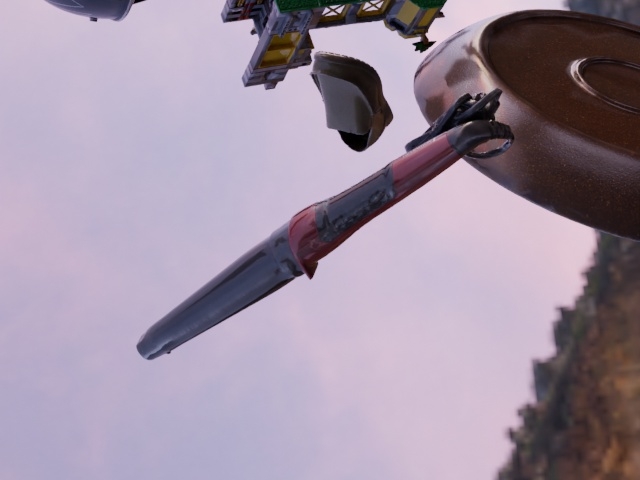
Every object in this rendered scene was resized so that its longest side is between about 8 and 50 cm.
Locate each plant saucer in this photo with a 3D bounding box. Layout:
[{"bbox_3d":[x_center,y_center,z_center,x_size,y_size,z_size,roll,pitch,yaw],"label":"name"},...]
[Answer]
[{"bbox_3d":[0.224,-0.097,1.203,0.310,0.310,0.050,-34,-34,-51],"label":"plant saucer"}]

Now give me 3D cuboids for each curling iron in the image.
[{"bbox_3d":[0.000,0.000,0.914,0.035,0.274,0.068,60,-157,12],"label":"curling iron"}]

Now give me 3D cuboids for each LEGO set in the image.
[{"bbox_3d":[-0.014,-0.318,1.799,0.255,0.192,0.331,-20,-106,-24],"label":"LEGO set"}]

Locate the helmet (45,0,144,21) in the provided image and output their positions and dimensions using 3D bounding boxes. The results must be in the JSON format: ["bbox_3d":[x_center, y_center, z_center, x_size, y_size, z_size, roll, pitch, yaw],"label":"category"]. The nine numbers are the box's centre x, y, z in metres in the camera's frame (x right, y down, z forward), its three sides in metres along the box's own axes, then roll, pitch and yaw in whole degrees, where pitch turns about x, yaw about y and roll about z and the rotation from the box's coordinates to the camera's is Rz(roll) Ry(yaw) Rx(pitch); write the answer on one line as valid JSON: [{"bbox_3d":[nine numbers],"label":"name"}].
[{"bbox_3d":[-0.175,-0.257,1.262,0.161,0.169,0.169,-33,-71,-36],"label":"helmet"}]

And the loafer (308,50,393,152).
[{"bbox_3d":[0.029,-0.123,1.461,0.148,0.056,0.050,45,-119,-59],"label":"loafer"}]
